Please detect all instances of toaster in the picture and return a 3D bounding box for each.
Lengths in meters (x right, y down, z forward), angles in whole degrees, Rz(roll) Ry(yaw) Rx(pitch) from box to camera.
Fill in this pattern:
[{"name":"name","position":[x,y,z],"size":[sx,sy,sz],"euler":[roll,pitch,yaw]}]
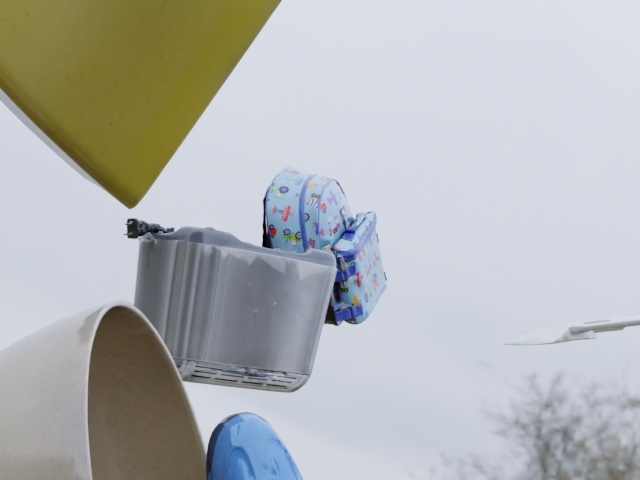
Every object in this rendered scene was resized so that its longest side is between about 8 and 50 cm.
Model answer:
[{"name":"toaster","position":[-0.095,0.067,1.289],"size":[0.227,0.146,0.129],"euler":[12,-7,-38]}]

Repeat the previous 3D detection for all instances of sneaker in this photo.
[{"name":"sneaker","position":[-0.019,0.215,0.882],"size":[0.069,0.209,0.082],"euler":[-11,-5,-27]}]

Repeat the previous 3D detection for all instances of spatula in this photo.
[{"name":"spatula","position":[0.296,0.073,1.168],"size":[0.168,0.019,0.242],"euler":[-2,-5,-33]}]

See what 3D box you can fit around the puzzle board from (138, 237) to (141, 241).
[{"name":"puzzle board","position":[-0.157,0.037,1.587],"size":[0.011,0.096,0.128],"euler":[-34,-18,34]}]

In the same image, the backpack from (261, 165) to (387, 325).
[{"name":"backpack","position":[0.000,0.000,1.524],"size":[0.117,0.173,0.158],"euler":[-4,15,19]}]

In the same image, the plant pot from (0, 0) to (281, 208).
[{"name":"plant pot","position":[-0.174,-0.174,0.989],"size":[0.187,0.212,0.212],"euler":[36,-4,-21]}]

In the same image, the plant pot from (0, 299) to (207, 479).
[{"name":"plant pot","position":[-0.185,0.199,0.846],"size":[0.191,0.284,0.284],"euler":[-15,-24,7]}]
